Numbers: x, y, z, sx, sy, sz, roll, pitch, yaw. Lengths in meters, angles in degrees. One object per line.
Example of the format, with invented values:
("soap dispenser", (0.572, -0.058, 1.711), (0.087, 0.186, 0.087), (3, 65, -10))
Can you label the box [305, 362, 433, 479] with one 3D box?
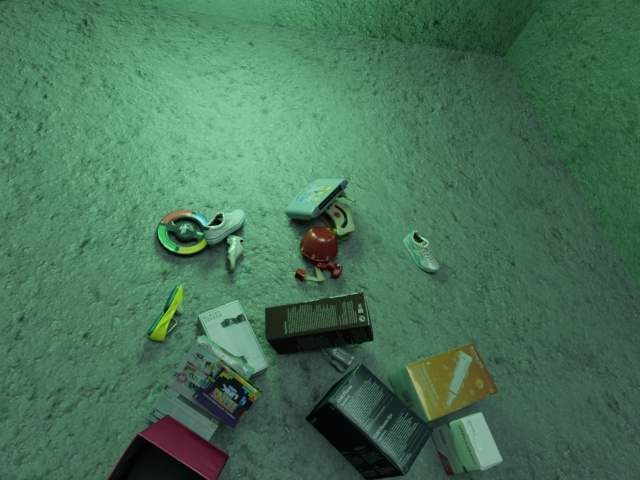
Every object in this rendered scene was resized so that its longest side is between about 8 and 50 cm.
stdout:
("box", (0.151, 0.628, 1.507), (0.313, 0.343, 0.179), (41, 57, 9))

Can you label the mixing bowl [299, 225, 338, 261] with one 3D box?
("mixing bowl", (0.000, 0.000, 1.972), (0.182, 0.098, 0.181), (8, 38, -6))

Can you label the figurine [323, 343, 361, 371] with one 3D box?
("figurine", (0.066, 0.386, 1.778), (0.210, 0.092, 0.214), (32, 69, 10))

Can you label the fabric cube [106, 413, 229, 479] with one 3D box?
("fabric cube", (-0.454, 0.704, 1.268), (0.254, 0.258, 0.259), (32, 79, 2))

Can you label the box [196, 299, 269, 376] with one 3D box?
("box", (-0.334, 0.390, 1.657), (0.169, 0.087, 0.289), (-18, 66, -27))

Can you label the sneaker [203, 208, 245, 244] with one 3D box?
("sneaker", (-0.408, -0.082, 1.895), (0.094, 0.091, 0.258), (9, 34, 20))

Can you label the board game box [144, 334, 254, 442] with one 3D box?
("board game box", (-0.400, 0.510, 1.483), (0.224, 0.097, 0.303), (33, 81, 3))

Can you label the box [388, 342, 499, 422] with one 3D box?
("box", (0.488, 0.575, 1.757), (0.346, 0.168, 0.214), (-11, 63, -24))

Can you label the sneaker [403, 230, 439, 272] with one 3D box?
("sneaker", (0.498, 0.056, 2.137), (0.088, 0.092, 0.228), (-28, 72, -32))

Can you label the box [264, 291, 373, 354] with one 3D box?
("box", (-0.002, 0.318, 1.663), (0.382, 0.191, 0.143), (-11, 58, 5))

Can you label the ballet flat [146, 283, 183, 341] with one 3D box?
("ballet flat", (-0.569, 0.278, 1.670), (0.077, 0.077, 0.230), (36, 55, -20))

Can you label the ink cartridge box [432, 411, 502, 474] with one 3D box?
("ink cartridge box", (0.529, 0.750, 1.616), (0.100, 0.237, 0.171), (-7, 62, -22))

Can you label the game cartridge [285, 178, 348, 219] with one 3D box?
("game cartridge", (-0.025, -0.204, 2.085), (0.198, 0.062, 0.297), (11, 45, 38))

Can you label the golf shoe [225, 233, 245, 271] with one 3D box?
("golf shoe", (-0.361, 0.052, 1.878), (0.086, 0.069, 0.176), (6, 58, -21))

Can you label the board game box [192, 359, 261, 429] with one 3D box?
("board game box", (-0.300, 0.495, 1.419), (0.170, 0.048, 0.141), (37, 79, 4))

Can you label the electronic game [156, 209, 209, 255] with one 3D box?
("electronic game", (-0.575, -0.036, 1.873), (0.230, 0.048, 0.229), (8, 57, -13))

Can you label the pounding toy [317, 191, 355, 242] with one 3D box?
("pounding toy", (0.074, -0.135, 2.081), (0.154, 0.154, 0.269), (0, 57, -21))

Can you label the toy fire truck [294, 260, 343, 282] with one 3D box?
("toy fire truck", (-0.005, 0.138, 1.948), (0.192, 0.047, 0.135), (23, 55, -4))
